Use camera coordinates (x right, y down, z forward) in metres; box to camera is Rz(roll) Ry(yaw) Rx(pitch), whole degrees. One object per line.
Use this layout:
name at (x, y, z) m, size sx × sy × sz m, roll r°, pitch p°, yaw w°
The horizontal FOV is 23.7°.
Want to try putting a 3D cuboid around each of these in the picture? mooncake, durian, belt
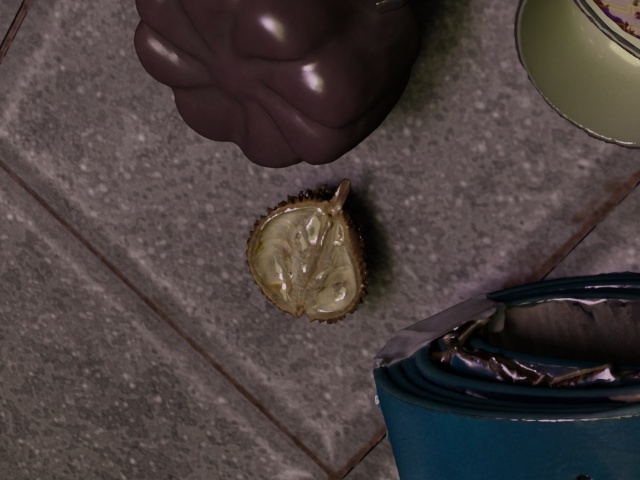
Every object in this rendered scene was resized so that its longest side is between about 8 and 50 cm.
mooncake at (-0.052, -0.203, 1.525) m, size 0.306 × 0.154 × 0.306 m, roll 30°, pitch 152°, yaw 18°
durian at (0.000, 0.000, 1.718) m, size 0.148 × 0.091 × 0.188 m, roll 25°, pitch 125°, yaw 3°
belt at (0.261, 0.159, 1.504) m, size 0.436 × 0.300 × 0.173 m, roll 3°, pitch 116°, yaw 35°

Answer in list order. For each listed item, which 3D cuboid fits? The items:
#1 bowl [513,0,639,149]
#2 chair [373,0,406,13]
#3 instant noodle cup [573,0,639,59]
bowl at (0.291, -0.198, 1.383) m, size 0.211 × 0.112 × 0.211 m, roll 21°, pitch 140°, yaw 19°
chair at (0.068, -0.451, 1.320) m, size 0.203 × 0.416 × 0.240 m, roll -18°, pitch 152°, yaw 11°
instant noodle cup at (0.357, -0.317, 1.172) m, size 0.339 × 0.266 × 0.340 m, roll 12°, pitch 121°, yaw 21°
